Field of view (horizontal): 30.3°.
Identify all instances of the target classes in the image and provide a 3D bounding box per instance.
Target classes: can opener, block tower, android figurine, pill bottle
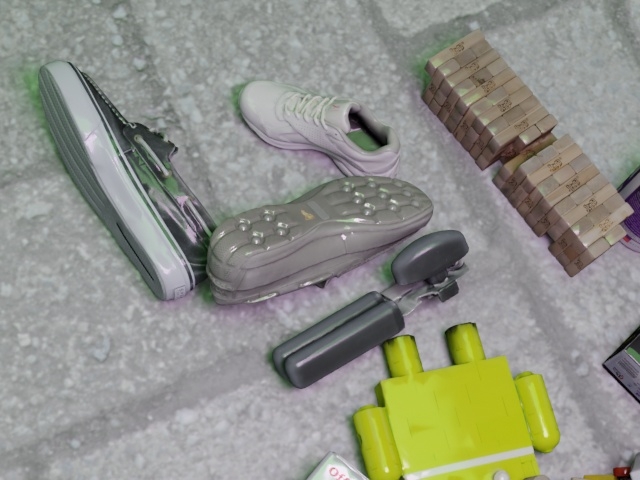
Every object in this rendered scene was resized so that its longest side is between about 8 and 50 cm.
[{"bbox_3d":[0.063,0.081,1.463,0.280,0.074,0.093,-33,114,-15],"label":"can opener"},{"bbox_3d":[0.270,-0.116,1.566,0.091,0.097,0.335,-34,80,-19],"label":"block tower"},{"bbox_3d":[0.168,0.239,1.439,0.248,0.056,0.272,-8,70,-12],"label":"android figurine"},{"bbox_3d":[0.452,-0.062,1.517,0.108,0.193,0.108,3,70,-8],"label":"pill bottle"}]

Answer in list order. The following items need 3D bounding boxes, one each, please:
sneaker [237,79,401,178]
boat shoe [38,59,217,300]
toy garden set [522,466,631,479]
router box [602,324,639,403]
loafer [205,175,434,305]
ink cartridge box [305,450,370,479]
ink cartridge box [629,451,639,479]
[{"bbox_3d":[0.006,-0.160,1.527,0.232,0.115,0.090,22,68,0],"label":"sneaker"},{"bbox_3d":[-0.231,-0.086,1.478,0.119,0.121,0.335,-30,88,-26],"label":"boat shoe"},{"bbox_3d":[0.282,0.363,1.386,0.244,0.049,0.203,9,70,-21],"label":"toy garden set"},{"bbox_3d":[0.555,0.181,1.503,0.243,0.081,0.309,-40,80,-19],"label":"router box"},{"bbox_3d":[0.000,0.000,1.478,0.319,0.111,0.112,-15,48,-28],"label":"loafer"},{"bbox_3d":[0.003,0.352,1.360,0.127,0.072,0.175,39,69,7],"label":"ink cartridge box"},{"bbox_3d":[0.449,0.323,1.372,0.128,0.127,0.176,-20,84,18],"label":"ink cartridge box"}]
